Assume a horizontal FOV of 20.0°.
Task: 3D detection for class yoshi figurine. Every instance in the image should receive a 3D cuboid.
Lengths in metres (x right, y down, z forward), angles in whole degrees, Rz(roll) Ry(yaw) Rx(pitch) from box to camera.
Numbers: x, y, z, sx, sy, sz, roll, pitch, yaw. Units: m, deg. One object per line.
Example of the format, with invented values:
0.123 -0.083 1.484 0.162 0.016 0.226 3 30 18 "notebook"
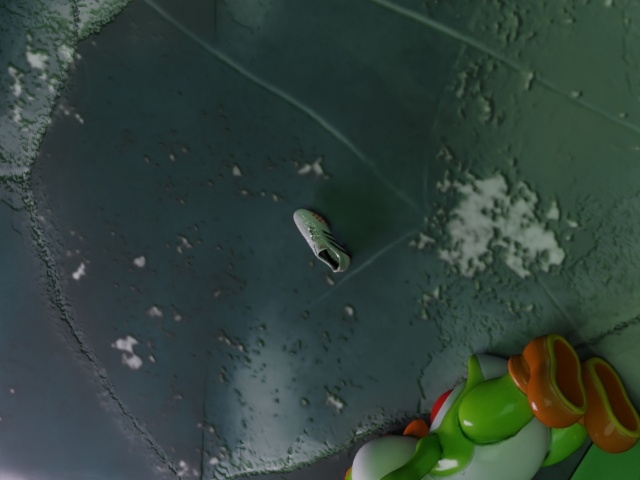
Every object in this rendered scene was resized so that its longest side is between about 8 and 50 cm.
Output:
0.143 0.257 1.848 0.362 0.203 0.203 -34 91 27 "yoshi figurine"

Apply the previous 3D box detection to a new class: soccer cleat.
0.000 0.000 1.929 0.029 0.035 0.083 -41 86 25 "soccer cleat"

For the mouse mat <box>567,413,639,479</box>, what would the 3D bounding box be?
0.302 0.280 1.845 0.152 0.007 0.189 51 124 43 "mouse mat"
